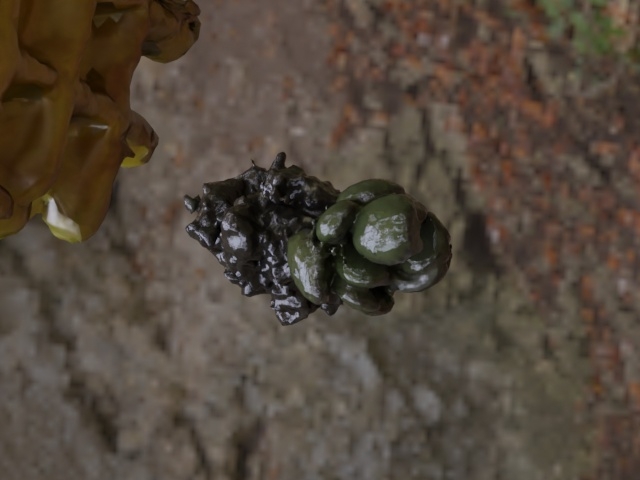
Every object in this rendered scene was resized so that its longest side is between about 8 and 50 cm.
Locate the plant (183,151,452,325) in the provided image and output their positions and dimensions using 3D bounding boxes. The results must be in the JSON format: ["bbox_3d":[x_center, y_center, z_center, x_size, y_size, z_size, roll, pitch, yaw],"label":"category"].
[{"bbox_3d":[0.000,0.000,0.921,0.174,0.085,0.087,6,85,53],"label":"plant"}]

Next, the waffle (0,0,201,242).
[{"bbox_3d":[-0.102,-0.115,0.538,0.260,0.069,0.293,-52,-35,-53],"label":"waffle"}]
